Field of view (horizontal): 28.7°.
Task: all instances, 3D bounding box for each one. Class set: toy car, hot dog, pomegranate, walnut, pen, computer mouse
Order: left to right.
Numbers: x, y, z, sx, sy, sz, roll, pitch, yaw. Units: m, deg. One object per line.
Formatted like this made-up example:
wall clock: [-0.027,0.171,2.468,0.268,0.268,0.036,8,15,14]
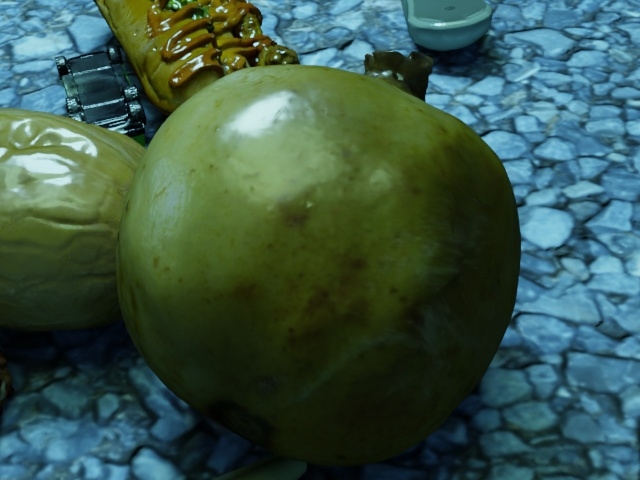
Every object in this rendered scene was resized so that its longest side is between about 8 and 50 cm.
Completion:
walnut: [-0.224,-0.013,1.007,0.225,0.193,0.193,5,40,6]
toy car: [-0.217,-0.133,1.241,0.071,0.062,0.165,-14,40,-12]
pen: [-0.114,0.196,0.851,0.233,0.032,0.040,-22,18,-22]
hot dog: [-0.136,-0.229,1.275,0.158,0.117,0.349,14,27,-33]
pomegranate: [0.000,0.017,0.876,0.307,0.307,0.307,-3,39,3]
computer mouse: [0.131,-0.242,1.342,0.089,0.056,0.182,-5,31,-2]

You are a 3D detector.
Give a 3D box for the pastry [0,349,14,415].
pastry: [-0.340,0.111,0.933,0.208,0.097,0.115,-7,49,-4]
